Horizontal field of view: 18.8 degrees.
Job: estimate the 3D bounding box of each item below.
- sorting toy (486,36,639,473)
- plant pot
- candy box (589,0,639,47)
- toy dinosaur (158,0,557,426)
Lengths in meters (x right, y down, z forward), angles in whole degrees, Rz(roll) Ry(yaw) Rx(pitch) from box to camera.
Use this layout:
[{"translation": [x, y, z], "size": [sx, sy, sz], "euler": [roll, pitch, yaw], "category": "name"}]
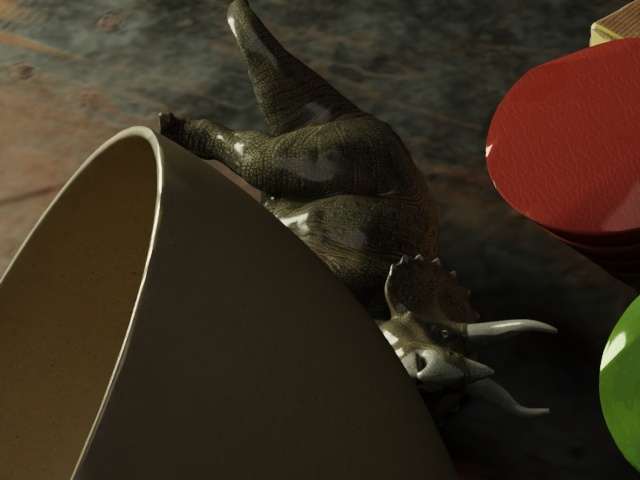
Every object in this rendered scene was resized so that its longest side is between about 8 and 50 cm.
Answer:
[{"translation": [0.189, 0.071, 0.886], "size": [0.127, 0.126, 0.366], "euler": [-23, 52, 1], "category": "sorting toy"}, {"translation": [-0.051, 0.122, 0.780], "size": [0.191, 0.284, 0.284], "euler": [27, 44, -18], "category": "plant pot"}, {"translation": [0.306, -0.038, 0.992], "size": [0.183, 0.088, 0.316], "euler": [-28, 51, -20], "category": "candy box"}, {"translation": [0.000, 0.000, 0.990], "size": [0.160, 0.121, 0.314], "euler": [0, 40, -11], "category": "toy dinosaur"}]
